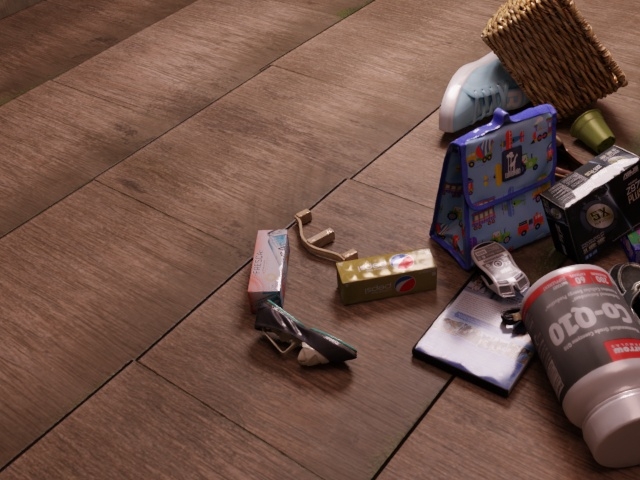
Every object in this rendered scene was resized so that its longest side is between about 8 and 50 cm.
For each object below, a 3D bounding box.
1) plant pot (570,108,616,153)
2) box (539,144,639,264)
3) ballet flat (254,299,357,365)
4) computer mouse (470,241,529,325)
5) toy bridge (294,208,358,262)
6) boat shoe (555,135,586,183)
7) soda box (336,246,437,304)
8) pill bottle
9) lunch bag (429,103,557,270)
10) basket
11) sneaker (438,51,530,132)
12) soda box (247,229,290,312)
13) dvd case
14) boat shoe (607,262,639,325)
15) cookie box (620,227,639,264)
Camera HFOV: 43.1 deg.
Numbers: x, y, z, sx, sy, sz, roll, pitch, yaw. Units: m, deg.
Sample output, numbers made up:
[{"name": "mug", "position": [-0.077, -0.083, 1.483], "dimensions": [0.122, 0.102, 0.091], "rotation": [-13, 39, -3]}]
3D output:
[{"name": "plant pot", "position": [0.622, -0.239, 1.828], "dimensions": [0.083, 0.083, 0.079], "rotation": [-17, 54, -15]}, {"name": "box", "position": [0.521, -0.066, 1.525], "dimensions": [0.180, 0.147, 0.077], "rotation": [-32, 35, -8]}, {"name": "ballet flat", "position": [-0.033, 0.175, 1.401], "dimensions": [0.203, 0.074, 0.074], "rotation": [27, 48, 25]}, {"name": "computer mouse", "position": [0.339, 0.076, 1.462], "dimensions": [0.106, 0.042, 0.193], "rotation": [-20, 46, -10]}, {"name": "toy bridge", "position": [0.000, 0.000, 1.635], "dimensions": [0.063, 0.026, 0.188], "rotation": [-27, 44, -21]}, {"name": "boat shoe", "position": [0.476, -0.188, 1.735], "dimensions": [0.123, 0.123, 0.342], "rotation": [-15, 40, -12]}, {"name": "soda box", "position": [0.123, 0.067, 1.515], "dimensions": [0.181, 0.058, 0.061], "rotation": [-10, 40, -6]}, {"name": "pill bottle", "position": [0.429, 0.188, 1.244], "dimensions": [0.161, 0.161, 0.283], "rotation": [-9, 45, -5]}, {"name": "lunch bag", "position": [0.335, -0.124, 1.538], "dimensions": [0.221, 0.293, 0.138], "rotation": [-21, 42, -19]}, {"name": "basket", "position": [0.563, -0.462, 1.881], "dimensions": [0.223, 0.299, 0.213], "rotation": [-31, 15, 44]}, {"name": "sneaker", "position": [0.420, -0.360, 1.945], "dimensions": [0.150, 0.135, 0.366], "rotation": [20, 46, 32]}, {"name": "soda box", "position": [-0.097, 0.057, 1.551], "dimensions": [0.063, 0.058, 0.183], "rotation": [-2, 40, 4]}, {"name": "dvd case", "position": [0.300, 0.151, 1.421], "dimensions": [0.180, 0.022, 0.253], "rotation": [21, 46, 30]}, {"name": "boat shoe", "position": [0.562, 0.119, 1.345], "dimensions": [0.121, 0.119, 0.335], "rotation": [-6, 32, 1]}, {"name": "cookie box", "position": [0.639, 0.002, 1.552], "dimensions": [0.107, 0.040, 0.092], "rotation": [-3, 38, 1]}]
